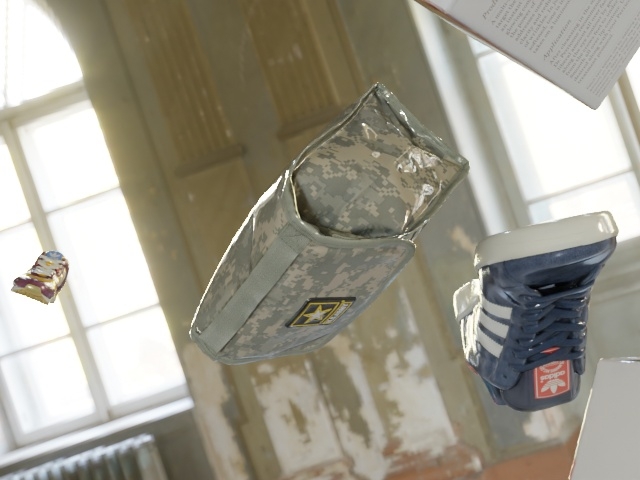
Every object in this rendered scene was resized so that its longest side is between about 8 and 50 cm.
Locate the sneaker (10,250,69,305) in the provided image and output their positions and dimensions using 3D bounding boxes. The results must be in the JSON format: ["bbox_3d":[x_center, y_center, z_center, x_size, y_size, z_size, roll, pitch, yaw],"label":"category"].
[{"bbox_3d":[-0.440,0.053,1.600,0.070,0.083,0.185,23,-5,-9],"label":"sneaker"}]

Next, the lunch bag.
[{"bbox_3d":[0.000,0.000,1.077,0.235,0.169,0.287,-49,-2,41],"label":"lunch bag"}]

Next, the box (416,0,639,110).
[{"bbox_3d":[0.111,-0.169,0.620,0.170,0.130,0.091,18,-71,-45],"label":"box"}]

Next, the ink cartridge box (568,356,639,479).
[{"bbox_3d":[0.258,0.199,0.700,0.092,0.218,0.158,-4,54,43],"label":"ink cartridge box"}]

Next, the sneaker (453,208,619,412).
[{"bbox_3d":[0.211,0.080,0.956,0.131,0.148,0.350,-11,-17,-1],"label":"sneaker"}]
